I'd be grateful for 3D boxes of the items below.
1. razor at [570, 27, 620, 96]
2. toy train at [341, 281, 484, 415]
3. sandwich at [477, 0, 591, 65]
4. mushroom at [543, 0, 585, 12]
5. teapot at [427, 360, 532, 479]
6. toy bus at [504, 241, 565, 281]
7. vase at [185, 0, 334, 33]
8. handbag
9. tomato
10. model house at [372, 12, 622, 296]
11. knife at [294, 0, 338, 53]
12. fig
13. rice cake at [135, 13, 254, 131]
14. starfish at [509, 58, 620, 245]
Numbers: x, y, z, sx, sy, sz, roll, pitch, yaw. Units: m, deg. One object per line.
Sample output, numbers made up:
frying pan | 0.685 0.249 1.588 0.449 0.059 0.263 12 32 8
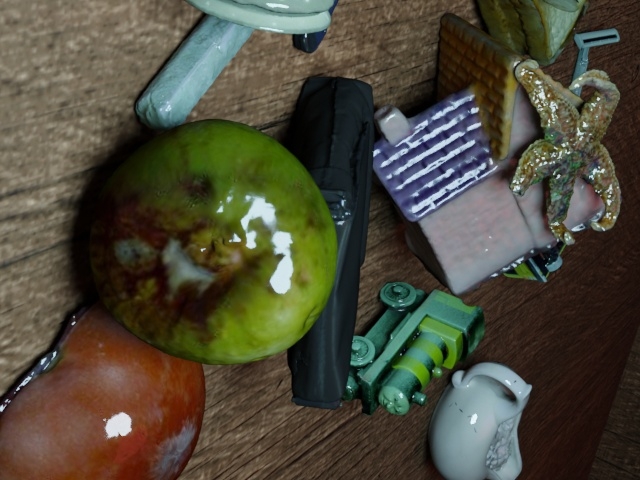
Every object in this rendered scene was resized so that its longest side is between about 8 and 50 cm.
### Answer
razor | 0.406 -0.236 1.718 0.084 0.036 0.211 -13 132 -30
toy train | 0.103 0.135 1.325 0.200 0.132 0.083 -48 148 -38
sandwich | 0.273 -0.383 1.260 0.301 0.099 0.271 -62 153 -11
mushroom | 0.311 -0.393 1.139 0.100 0.081 0.312 28 86 -51
teapot | 0.265 0.293 1.746 0.208 0.166 0.300 -38 154 -25
toy bus | 0.336 -0.029 1.665 0.088 0.101 0.175 50 62 -29
vase | -0.011 -0.308 0.720 0.173 0.173 0.321 -28 139 -52
handbag | 0.000 0.000 1.002 0.223 0.080 0.247 -79 172 -51
tomato | -0.159 0.158 0.878 0.228 0.112 0.199 -53 153 -20
model house | 0.169 -0.112 1.215 0.237 0.202 0.237 -29 123 3
knife | 0.009 -0.223 0.984 0.121 0.018 0.031 -60 146 -15
fig | -0.082 0.002 0.814 0.191 0.181 0.181 -144 -106 -75
rice cake | -0.075 -0.168 0.853 0.208 0.033 0.033 -56 150 -22
starfish | 0.247 -0.097 1.109 0.150 0.053 0.210 -40 119 -9
